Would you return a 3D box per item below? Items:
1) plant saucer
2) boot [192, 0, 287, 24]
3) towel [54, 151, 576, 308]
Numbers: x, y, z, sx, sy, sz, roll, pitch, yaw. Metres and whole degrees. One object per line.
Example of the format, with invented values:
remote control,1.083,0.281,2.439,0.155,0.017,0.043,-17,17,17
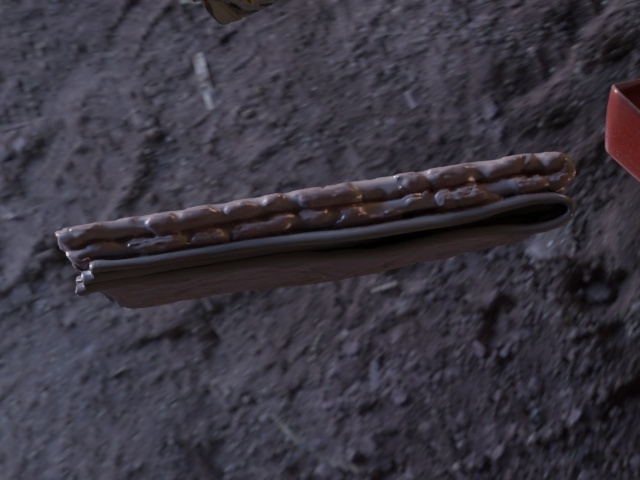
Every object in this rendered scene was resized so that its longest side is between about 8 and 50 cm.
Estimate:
plant saucer,0.332,-0.028,1.304,0.258,0.259,0.047,44,106,8
boot,-0.036,-0.252,1.381,0.165,0.213,0.077,-14,82,8
towel,0.000,0.000,1.126,0.332,0.317,0.053,-8,87,0
